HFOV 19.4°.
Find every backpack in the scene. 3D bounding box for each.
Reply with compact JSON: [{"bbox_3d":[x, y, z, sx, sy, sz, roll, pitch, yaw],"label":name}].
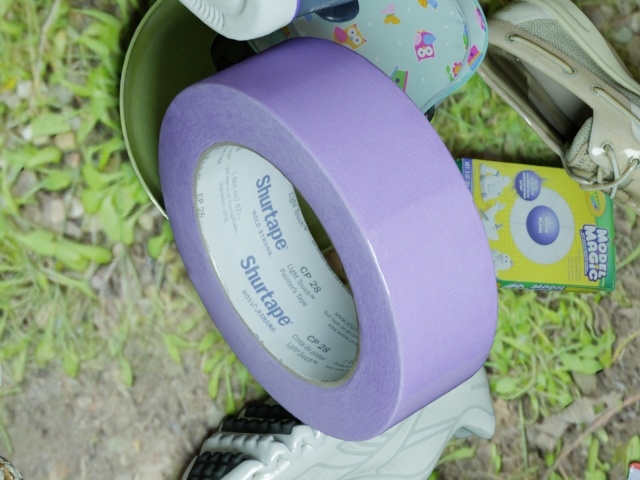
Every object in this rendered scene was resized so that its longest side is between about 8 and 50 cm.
[{"bbox_3d":[0.034,-0.154,1.431,0.166,0.144,0.188,50,59,-7],"label":"backpack"}]

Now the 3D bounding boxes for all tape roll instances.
[{"bbox_3d":[0.000,0.000,1.310,0.090,0.275,0.275,-29,97,-29],"label":"tape roll"}]

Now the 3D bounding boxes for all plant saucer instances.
[{"bbox_3d":[-0.054,-0.097,1.474,0.241,0.037,0.241,4,81,-28],"label":"plant saucer"}]

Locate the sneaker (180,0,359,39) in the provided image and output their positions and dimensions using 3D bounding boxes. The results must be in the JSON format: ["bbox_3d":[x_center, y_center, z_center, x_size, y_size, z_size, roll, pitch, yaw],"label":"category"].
[{"bbox_3d":[-0.055,-0.294,1.338,0.236,0.130,0.323,-33,68,-31],"label":"sneaker"}]

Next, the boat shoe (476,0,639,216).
[{"bbox_3d":[0.242,-0.080,1.559,0.098,0.109,0.302,-34,77,-33],"label":"boat shoe"}]

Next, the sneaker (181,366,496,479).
[{"bbox_3d":[0.025,0.157,1.449,0.292,0.110,0.118,-26,105,-29],"label":"sneaker"}]

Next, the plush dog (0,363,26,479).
[{"bbox_3d":[-0.256,0.186,1.209,0.211,0.225,0.262,-21,93,-30],"label":"plush dog"}]

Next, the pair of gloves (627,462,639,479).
[{"bbox_3d":[0.312,0.295,1.632,0.198,0.023,0.159,29,70,-22],"label":"pair of gloves"}]

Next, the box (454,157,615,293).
[{"bbox_3d":[0.186,-0.010,1.594,0.179,0.043,0.105,4,80,-31],"label":"box"}]
